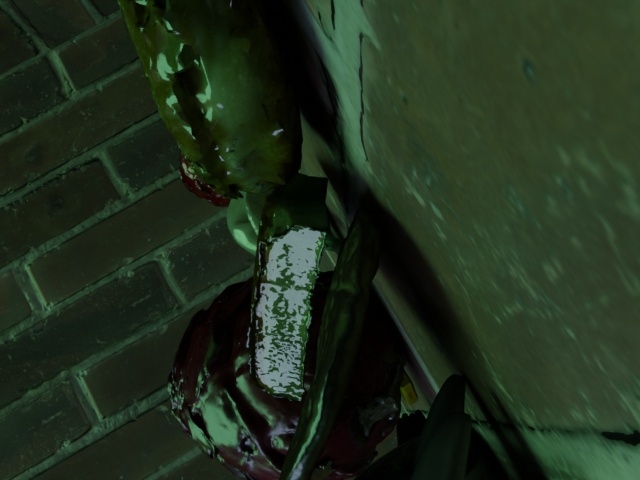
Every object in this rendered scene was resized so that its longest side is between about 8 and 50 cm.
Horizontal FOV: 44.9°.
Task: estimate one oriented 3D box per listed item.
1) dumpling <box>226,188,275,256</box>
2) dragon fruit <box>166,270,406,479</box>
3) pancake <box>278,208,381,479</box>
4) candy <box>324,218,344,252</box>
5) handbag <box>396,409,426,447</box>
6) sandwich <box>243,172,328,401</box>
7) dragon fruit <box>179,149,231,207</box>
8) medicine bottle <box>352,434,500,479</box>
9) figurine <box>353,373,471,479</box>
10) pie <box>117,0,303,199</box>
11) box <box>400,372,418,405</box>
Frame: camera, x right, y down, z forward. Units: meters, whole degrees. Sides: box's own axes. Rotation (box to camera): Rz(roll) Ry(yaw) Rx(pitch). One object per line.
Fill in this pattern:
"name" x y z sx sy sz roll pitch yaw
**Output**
"dumpling" -0.075 -0.031 1.216 0.250 0.132 0.162 60 180 7
"dragon fruit" -0.043 0.187 1.060 0.329 0.329 0.329 60 177 6
"pancake" 0.009 0.091 0.641 0.250 0.031 0.250 15 -90 -89
"candy" 0.000 0.000 0.923 0.092 0.093 0.335 62 169 -14
"handbag" 0.188 0.423 1.153 0.342 0.152 0.288 72 179 -58
"sandwich" -0.026 -0.001 0.738 0.245 0.063 0.212 100 177 -46
"dragon fruit" -0.174 -0.143 1.406 0.172 0.172 0.209 61 172 -4
"medicine bottle" 0.150 0.348 0.799 0.273 0.165 0.165 60 177 4
"figurine" 0.066 0.302 0.662 0.266 0.378 0.361 29 165 -39
"pie" -0.094 -0.172 0.591 0.355 0.102 0.288 65 180 -74
"box" 0.112 0.197 1.301 0.155 0.023 0.087 58 173 34
